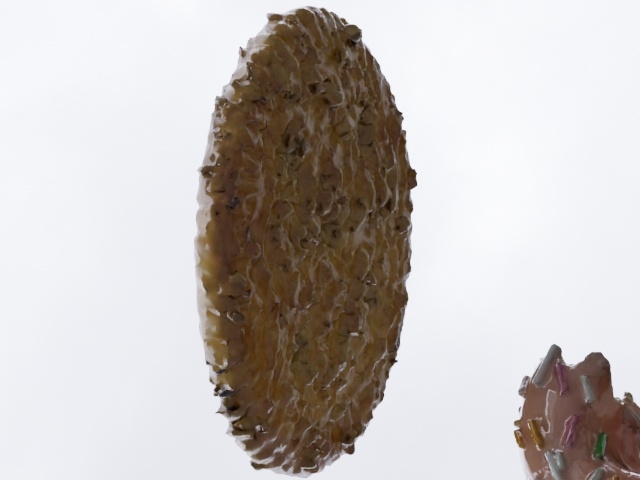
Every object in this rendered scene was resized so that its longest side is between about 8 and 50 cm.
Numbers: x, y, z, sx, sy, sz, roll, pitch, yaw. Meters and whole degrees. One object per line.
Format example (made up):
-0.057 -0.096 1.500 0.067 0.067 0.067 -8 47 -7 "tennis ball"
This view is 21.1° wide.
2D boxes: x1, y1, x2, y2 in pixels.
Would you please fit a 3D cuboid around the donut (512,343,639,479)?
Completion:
0.164 0.119 0.850 0.065 0.166 0.117 42 -123 -49 "donut"

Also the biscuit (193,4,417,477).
0.000 0.000 0.927 0.254 0.035 0.254 1 -90 -66 "biscuit"
